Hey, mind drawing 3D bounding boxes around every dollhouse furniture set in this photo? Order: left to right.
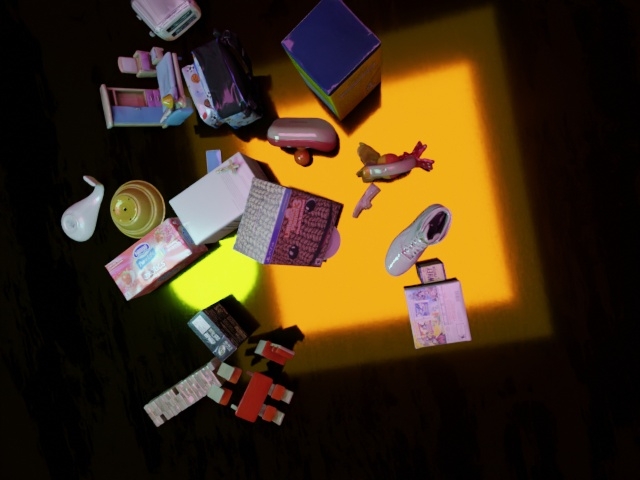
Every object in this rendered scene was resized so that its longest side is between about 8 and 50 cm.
[{"bbox_3d":[-0.571,-0.516,1.378,0.303,0.198,0.286,-6,95,53],"label":"dollhouse furniture set"},{"bbox_3d":[-0.200,0.476,1.450,0.262,0.135,0.259,35,69,-29],"label":"dollhouse furniture set"}]

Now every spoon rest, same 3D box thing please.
[{"bbox_3d":[-0.879,-0.117,1.600,0.137,0.084,0.276,38,112,5],"label":"spoon rest"}]

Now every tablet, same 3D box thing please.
[{"bbox_3d":[-0.382,-0.282,1.541,0.054,0.006,0.083,-3,95,8],"label":"tablet"}]

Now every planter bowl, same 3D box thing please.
[{"bbox_3d":[-0.687,-0.112,1.556,0.217,0.090,0.217,1,95,8],"label":"planter bowl"}]

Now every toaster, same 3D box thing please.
[{"bbox_3d":[-0.514,-0.800,1.464,0.227,0.129,0.146,-36,92,7],"label":"toaster"}]

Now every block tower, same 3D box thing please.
[{"bbox_3d":[-0.490,0.556,1.577,0.335,0.091,0.097,-36,89,10],"label":"block tower"}]

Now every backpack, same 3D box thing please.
[{"bbox_3d":[-0.298,-0.481,1.387,0.213,0.263,0.276,-18,89,14],"label":"backpack"}]

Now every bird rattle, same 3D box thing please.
[{"bbox_3d":[0.232,-0.235,1.368,0.253,0.207,0.143,4,113,17],"label":"bird rattle"}]

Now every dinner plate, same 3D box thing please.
[{"bbox_3d":[0.000,0.000,1.503,0.141,0.017,0.141,0,93,7],"label":"dinner plate"}]

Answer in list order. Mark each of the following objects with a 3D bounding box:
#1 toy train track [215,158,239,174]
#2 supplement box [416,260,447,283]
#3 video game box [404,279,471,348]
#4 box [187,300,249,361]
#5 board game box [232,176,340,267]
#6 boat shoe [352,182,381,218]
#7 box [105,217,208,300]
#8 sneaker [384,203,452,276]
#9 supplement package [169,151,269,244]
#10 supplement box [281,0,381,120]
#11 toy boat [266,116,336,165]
[{"bbox_3d":[-0.293,-0.227,1.353,0.083,0.014,0.048,-14,96,15],"label":"toy train track"},{"bbox_3d":[0.368,0.105,1.422,0.083,0.083,0.056,-12,91,10],"label":"supplement box"},{"bbox_3d":[0.394,0.249,1.448,0.187,0.048,0.205,-11,92,7],"label":"video game box"},{"bbox_3d":[-0.356,0.316,1.511,0.077,0.147,0.180,-43,88,9],"label":"box"},{"bbox_3d":[-0.099,-0.048,1.361,0.141,0.291,0.232,22,98,35],"label":"board game box"},{"bbox_3d":[0.156,-0.128,1.453,0.045,0.050,0.135,33,98,10],"label":"boat shoe"},{"bbox_3d":[-0.579,0.061,1.526,0.300,0.142,0.154,-34,88,9],"label":"box"},{"bbox_3d":[0.309,0.003,1.382,0.108,0.169,0.292,36,99,2],"label":"sneaker"},{"bbox_3d":[-0.319,-0.137,1.457,0.293,0.175,0.177,-32,88,9],"label":"supplement package"},{"bbox_3d":[0.050,-0.527,1.283,0.195,0.356,0.194,-42,88,9],"label":"supplement box"},{"bbox_3d":[-0.060,-0.324,1.442,0.231,0.151,0.151,4,125,9],"label":"toy boat"}]
